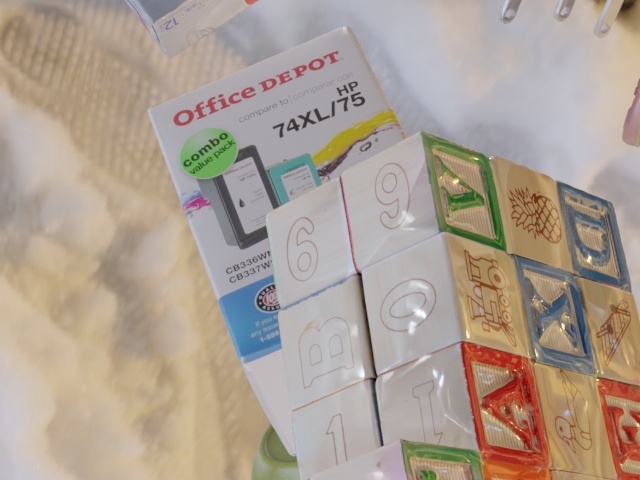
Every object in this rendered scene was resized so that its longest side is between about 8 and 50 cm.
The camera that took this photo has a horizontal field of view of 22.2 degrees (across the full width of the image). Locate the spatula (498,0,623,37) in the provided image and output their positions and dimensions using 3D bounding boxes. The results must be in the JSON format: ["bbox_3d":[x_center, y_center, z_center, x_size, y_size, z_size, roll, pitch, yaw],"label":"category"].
[{"bbox_3d":[0.245,-0.291,1.420,0.168,0.242,0.019,0,35,-36],"label":"spatula"}]

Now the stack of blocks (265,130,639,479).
[{"bbox_3d":[0.057,0.116,0.602,0.171,0.087,0.297,17,57,-45],"label":"stack of blocks"}]

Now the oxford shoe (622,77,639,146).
[{"bbox_3d":[0.403,-0.222,1.374,0.146,0.140,0.397,36,109,6],"label":"oxford shoe"}]

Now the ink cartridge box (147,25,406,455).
[{"bbox_3d":[0.000,0.000,1.404,0.198,0.197,0.270,-23,57,-1],"label":"ink cartridge box"}]

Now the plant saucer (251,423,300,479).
[{"bbox_3d":[0.026,0.189,1.695,0.241,0.241,0.037,-35,109,-21],"label":"plant saucer"}]

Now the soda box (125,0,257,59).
[{"bbox_3d":[-0.081,-0.325,1.775,0.286,0.091,0.098,-35,70,-6],"label":"soda box"}]
